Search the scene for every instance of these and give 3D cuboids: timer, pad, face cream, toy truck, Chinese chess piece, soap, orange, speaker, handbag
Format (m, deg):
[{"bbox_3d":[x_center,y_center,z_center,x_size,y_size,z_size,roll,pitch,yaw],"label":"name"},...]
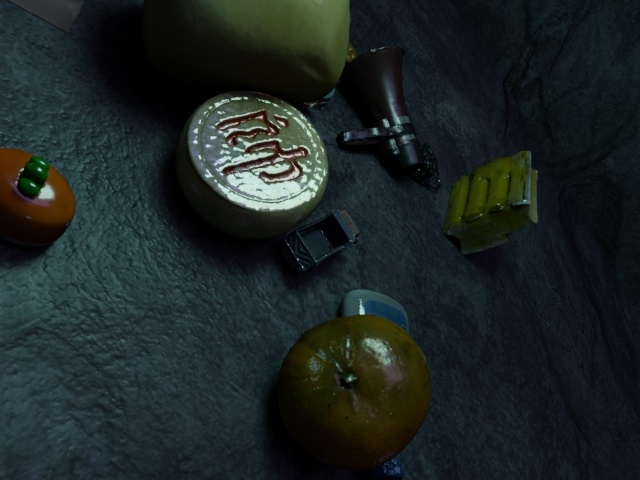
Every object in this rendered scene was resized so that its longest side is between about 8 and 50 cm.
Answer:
[{"bbox_3d":[-0.370,-0.061,0.617,0.136,0.136,0.099,36,37,-22],"label":"timer"},{"bbox_3d":[-0.480,-0.456,0.876,0.113,0.006,0.188,25,48,-33],"label":"pad"},{"bbox_3d":[0.107,0.258,0.905,0.163,0.080,0.337,25,47,-28],"label":"face cream"},{"bbox_3d":[0.000,0.000,0.971,0.192,0.092,0.083,-27,83,-51],"label":"toy truck"},{"bbox_3d":[-0.119,-0.134,0.874,0.270,0.112,0.270,10,63,-20],"label":"Chinese chess piece"},{"bbox_3d":[0.510,-0.117,1.449,0.143,0.259,0.281,49,41,-17],"label":"soap"},{"bbox_3d":[0.051,0.224,0.756,0.240,0.171,0.240,-2,62,4],"label":"orange"},{"bbox_3d":[0.166,-0.349,1.331,0.259,0.198,0.330,2,70,-59],"label":"speaker"},{"bbox_3d":[0.323,-0.207,1.480,0.139,0.072,0.115,46,36,-32],"label":"handbag"}]

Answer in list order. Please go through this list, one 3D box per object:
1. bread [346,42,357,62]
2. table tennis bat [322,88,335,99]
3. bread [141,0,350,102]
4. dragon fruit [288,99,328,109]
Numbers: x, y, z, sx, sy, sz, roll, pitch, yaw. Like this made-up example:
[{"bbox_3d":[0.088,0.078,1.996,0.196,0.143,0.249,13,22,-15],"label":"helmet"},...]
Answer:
[{"bbox_3d":[0.072,-0.591,1.520,0.110,0.024,0.110,26,47,-33],"label":"bread"},{"bbox_3d":[-0.013,-0.481,1.347,0.153,0.040,0.244,33,48,-27],"label":"table tennis bat"},{"bbox_3d":[-0.134,-0.395,0.913,0.376,0.348,0.253,1,97,-23],"label":"bread"},{"bbox_3d":[-0.049,-0.379,1.176,0.130,0.121,0.142,-61,141,-25],"label":"dragon fruit"}]
